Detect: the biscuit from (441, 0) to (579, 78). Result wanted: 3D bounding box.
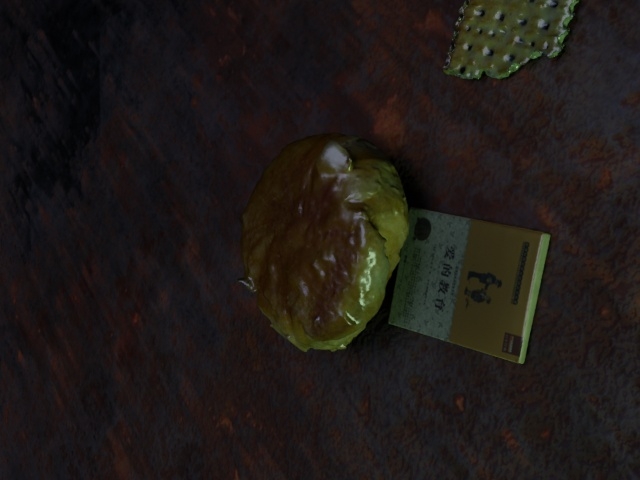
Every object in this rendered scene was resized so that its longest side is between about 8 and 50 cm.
[{"bbox_3d":[0.188,-0.238,1.080,0.144,0.016,0.203,25,101,49],"label":"biscuit"}]

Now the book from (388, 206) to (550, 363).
[{"bbox_3d":[0.133,0.037,1.097,0.172,0.012,0.118,13,94,50],"label":"book"}]

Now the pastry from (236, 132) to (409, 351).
[{"bbox_3d":[0.000,0.000,1.187,0.229,0.100,0.219,17,100,50],"label":"pastry"}]
